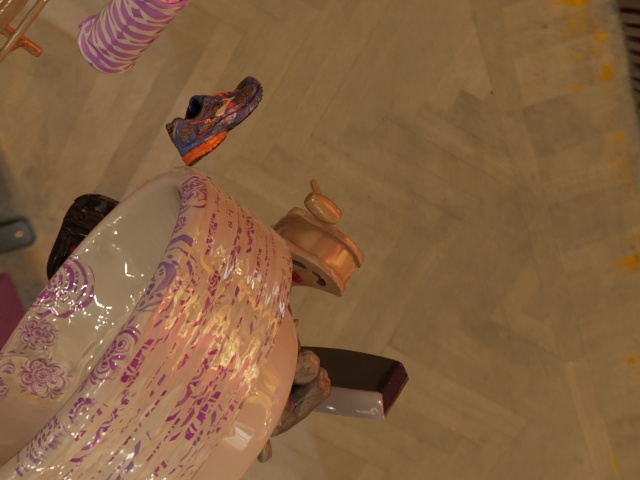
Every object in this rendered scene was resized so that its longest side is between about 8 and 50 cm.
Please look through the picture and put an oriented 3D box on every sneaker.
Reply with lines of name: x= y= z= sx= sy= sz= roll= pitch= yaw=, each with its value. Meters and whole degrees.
sneaker: x=-0.175 y=-0.219 z=1.397 sx=0.087 sy=0.221 sz=0.083 roll=49 pitch=140 yaw=-14

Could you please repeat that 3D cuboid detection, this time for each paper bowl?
paper bowl: x=-0.130 y=0.096 z=0.615 sx=0.284 sy=0.284 sz=0.148 roll=-43 pitch=116 yaw=15

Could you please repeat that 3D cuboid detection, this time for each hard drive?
hard drive: x=0.020 y=0.257 z=1.537 sx=0.255 sy=0.172 sz=0.054 roll=5 pitch=111 yaw=22

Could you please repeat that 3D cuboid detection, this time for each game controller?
game controller: x=-0.255 y=0.053 z=1.247 sx=0.319 sy=0.067 sz=0.166 roll=23 pitch=100 yaw=7

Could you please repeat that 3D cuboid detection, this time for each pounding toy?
pounding toy: x=0.000 y=0.000 z=1.425 sx=0.154 sy=0.269 sz=0.154 roll=38 pitch=66 yaw=-9

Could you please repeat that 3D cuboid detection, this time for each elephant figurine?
elephant figurine: x=-0.077 y=0.198 z=1.353 sx=0.186 sy=0.239 sz=0.169 roll=-32 pitch=110 yaw=-2

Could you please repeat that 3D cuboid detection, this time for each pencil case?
pencil case: x=-0.230 y=-0.279 z=1.015 sx=0.088 sy=0.086 sz=0.206 roll=44 pitch=143 yaw=-14

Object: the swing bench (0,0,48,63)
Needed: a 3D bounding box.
swing bench: x=-0.491 y=-0.431 z=1.254 sx=0.255 sy=0.165 sz=0.253 roll=44 pitch=117 yaw=-12
